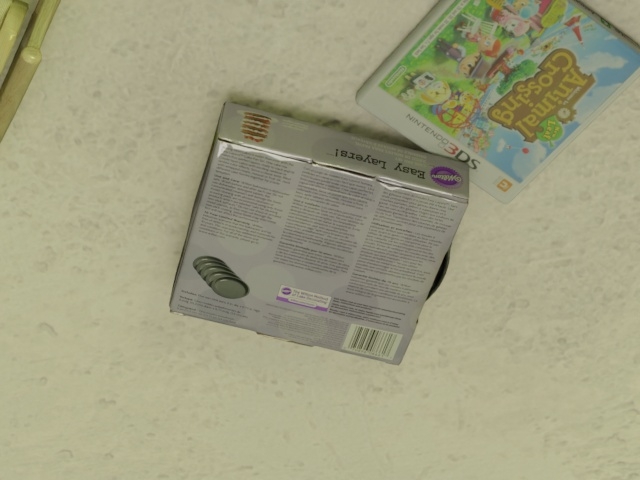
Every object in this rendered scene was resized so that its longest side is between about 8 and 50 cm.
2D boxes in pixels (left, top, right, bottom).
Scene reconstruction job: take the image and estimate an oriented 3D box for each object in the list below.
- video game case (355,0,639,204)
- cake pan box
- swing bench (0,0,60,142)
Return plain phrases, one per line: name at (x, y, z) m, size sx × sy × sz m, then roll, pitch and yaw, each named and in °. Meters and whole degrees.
video game case at (0.172, -0.154, 1.593) m, size 0.193 × 0.023 × 0.212 m, roll 33°, pitch 122°, yaw -19°
cake pan box at (0.000, 0.000, 1.678) m, size 0.266 × 0.070 × 0.246 m, roll 13°, pitch 134°, yaw -5°
swing bench at (-0.397, -0.173, 1.538) m, size 0.253 × 0.165 × 0.255 m, roll 23°, pitch 130°, yaw -14°
